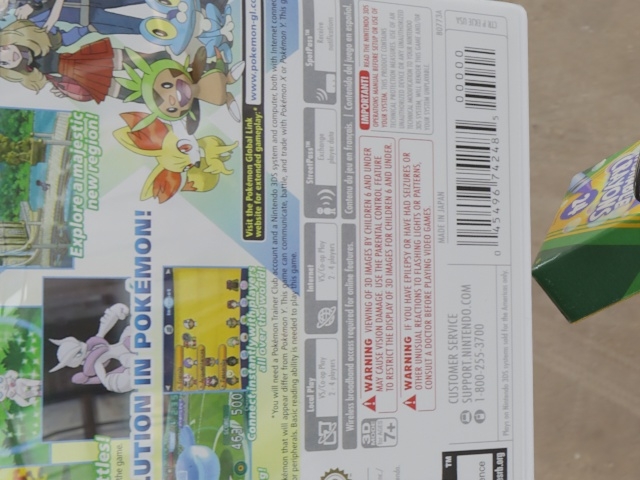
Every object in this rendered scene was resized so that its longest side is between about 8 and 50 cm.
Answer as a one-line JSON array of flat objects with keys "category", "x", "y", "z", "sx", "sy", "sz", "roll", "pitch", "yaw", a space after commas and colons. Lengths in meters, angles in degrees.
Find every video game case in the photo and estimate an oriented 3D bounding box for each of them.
[{"category": "video game case", "x": -0.033, "y": 0.042, "z": 0.583, "sx": 0.036, "sy": 0.300, "sz": 0.329, "roll": -6, "pitch": 84, "yaw": 62}]

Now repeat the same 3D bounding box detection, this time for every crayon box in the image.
[{"category": "crayon box", "x": 0.384, "y": -0.057, "z": 1.322, "sx": 0.323, "sy": 0.203, "sz": 0.083, "roll": -30, "pitch": 105, "yaw": 37}]

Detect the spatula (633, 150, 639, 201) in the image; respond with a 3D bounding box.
[{"category": "spatula", "x": 0.333, "y": -0.179, "z": 1.235, "sx": 0.030, "sy": 0.084, "sz": 0.296, "roll": 4, "pitch": 77, "yaw": 35}]
